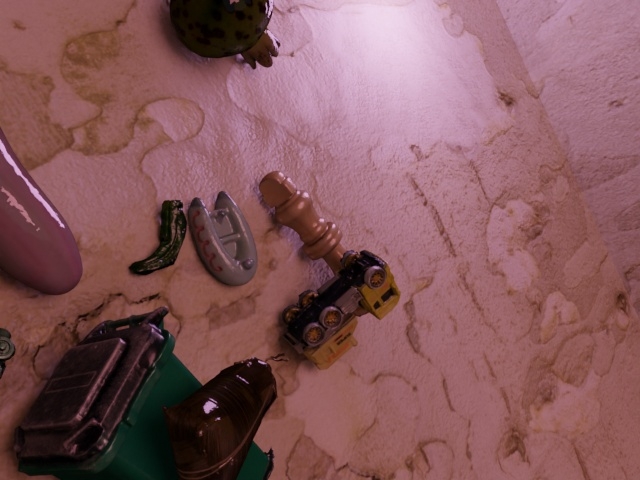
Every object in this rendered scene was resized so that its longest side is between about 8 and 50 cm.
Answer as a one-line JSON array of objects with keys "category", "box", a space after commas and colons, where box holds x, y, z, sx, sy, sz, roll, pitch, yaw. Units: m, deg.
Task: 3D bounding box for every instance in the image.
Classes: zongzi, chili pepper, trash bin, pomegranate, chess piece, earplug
[{"category": "zongzi", "box": [-0.144, 0.326, 1.293, 0.247, 0.111, 0.241, -32, 125, -58]}, {"category": "chili pepper", "box": [-0.311, 0.002, 1.612, 0.073, 0.050, 0.182, 43, 51, -34]}, {"category": "trash bin", "box": [-0.280, 0.333, 1.382, 0.381, 0.259, 0.295, 49, 46, -29]}, {"category": "pomegranate", "box": [-0.209, -0.489, 1.809, 0.306, 0.242, 0.242, 75, 31, -43]}, {"category": "chess piece", "box": [0.000, 0.000, 1.884, 0.397, 0.117, 0.117, 49, 46, -18]}, {"category": "earplug", "box": [-0.512, -0.032, 1.358, 0.301, 0.172, 0.172, 55, 44, -24]}]

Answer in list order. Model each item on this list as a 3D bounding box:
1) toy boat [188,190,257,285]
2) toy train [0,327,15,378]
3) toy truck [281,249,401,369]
[{"category": "toy boat", "box": [-0.195, -0.005, 1.712, 0.134, 0.078, 0.208, -16, 84, -50]}, {"category": "toy train", "box": [-0.555, 0.197, 1.271, 0.111, 0.071, 0.170, 38, 44, -22]}, {"category": "toy truck", "box": [0.052, 0.160, 1.791, 0.272, 0.124, 0.157, -42, 124, -11]}]
